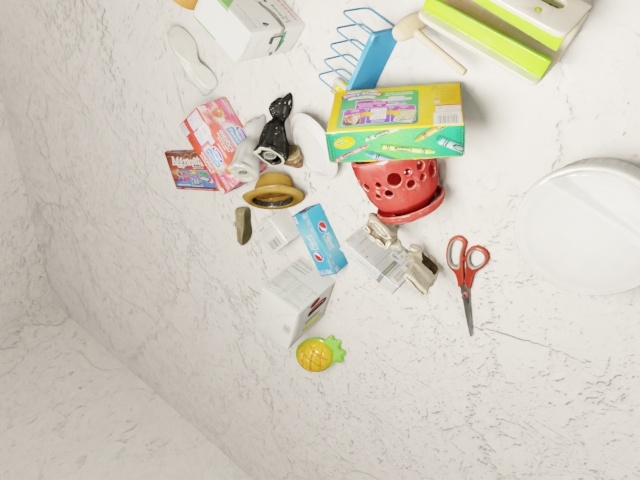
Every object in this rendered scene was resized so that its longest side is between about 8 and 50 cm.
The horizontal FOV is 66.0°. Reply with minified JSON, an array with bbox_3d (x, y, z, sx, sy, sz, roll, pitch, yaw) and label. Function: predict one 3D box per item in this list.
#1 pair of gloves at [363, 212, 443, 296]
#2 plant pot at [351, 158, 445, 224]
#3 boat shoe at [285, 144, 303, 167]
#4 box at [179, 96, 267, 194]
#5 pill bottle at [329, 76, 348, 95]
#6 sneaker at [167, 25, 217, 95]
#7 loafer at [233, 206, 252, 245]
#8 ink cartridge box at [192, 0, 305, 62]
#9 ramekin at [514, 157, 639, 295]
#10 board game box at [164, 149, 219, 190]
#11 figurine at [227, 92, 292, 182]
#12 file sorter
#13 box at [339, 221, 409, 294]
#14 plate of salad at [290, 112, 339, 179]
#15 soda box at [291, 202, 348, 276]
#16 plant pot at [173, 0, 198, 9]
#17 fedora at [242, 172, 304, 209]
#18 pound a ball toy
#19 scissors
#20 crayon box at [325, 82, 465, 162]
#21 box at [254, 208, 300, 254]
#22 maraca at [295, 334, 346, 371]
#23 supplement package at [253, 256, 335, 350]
[{"bbox_3d":[0.209,0.017,1.237,0.240,0.204,0.042,49,115,7],"label":"pair of gloves"},{"bbox_3d":[0.186,-0.143,1.158,0.191,0.191,0.174,-3,119,41],"label":"plant pot"},{"bbox_3d":[-0.113,-0.246,1.424,0.178,0.064,0.060,27,156,47],"label":"boat shoe"},{"bbox_3d":[-0.298,-0.289,1.522,0.128,0.122,0.257,-25,99,46],"label":"box"},{"bbox_3d":[0.065,-0.364,1.223,0.083,0.043,0.043,43,136,12],"label":"pill bottle"},{"bbox_3d":[-0.403,-0.537,1.497,0.094,0.080,0.212,-17,105,57],"label":"sneaker"},{"bbox_3d":[-0.269,-0.053,1.701,0.050,0.056,0.148,24,119,28],"label":"loafer"},{"bbox_3d":[-0.167,-0.531,1.190,0.160,0.219,0.092,48,133,5],"label":"ink cartridge box"},{"bbox_3d":[0.537,-0.038,0.968,0.272,0.127,0.273,22,129,30],"label":"ramekin"},{"bbox_3d":[-0.437,-0.248,1.737,0.281,0.027,0.145,7,119,38],"label":"board game box"},{"bbox_3d":[-0.161,-0.289,1.375,0.092,0.210,0.214,28,149,-33],"label":"figurine"},{"bbox_3d":[0.083,-0.423,1.118,0.104,0.118,0.170,43,136,15],"label":"file sorter"},{"bbox_3d":[0.163,0.040,1.322,0.186,0.145,0.038,41,134,12],"label":"box"},{"bbox_3d":[-0.013,-0.259,1.347,0.200,0.048,0.200,44,156,26],"label":"plate of salad"},{"bbox_3d":[0.000,0.000,1.488,0.067,0.071,0.210,-13,107,45],"label":"soda box"},{"bbox_3d":[-0.261,-0.714,1.135,0.203,0.291,0.291,-7,112,24],"label":"plant pot"},{"bbox_3d":[-0.142,-0.154,1.482,0.194,0.194,0.079,-16,68,45],"label":"fedora"},{"bbox_3d":[0.311,-0.424,0.939,0.319,0.136,0.208,38,160,15],"label":"pound a ball toy"},{"bbox_3d":[0.371,0.122,1.292,0.108,0.021,0.297,18,128,28],"label":"scissors"},{"bbox_3d":[0.159,-0.251,1.047,0.278,0.166,0.081,-1,135,13],"label":"crayon box"},{"bbox_3d":[-0.132,-0.029,1.571,0.102,0.087,0.101,55,137,0],"label":"box"},{"bbox_3d":[-0.002,0.397,1.728,0.185,0.099,0.127,-21,100,20],"label":"maraca"},{"bbox_3d":[-0.085,0.203,1.594,0.149,0.203,0.194,34,134,19],"label":"supplement package"}]
